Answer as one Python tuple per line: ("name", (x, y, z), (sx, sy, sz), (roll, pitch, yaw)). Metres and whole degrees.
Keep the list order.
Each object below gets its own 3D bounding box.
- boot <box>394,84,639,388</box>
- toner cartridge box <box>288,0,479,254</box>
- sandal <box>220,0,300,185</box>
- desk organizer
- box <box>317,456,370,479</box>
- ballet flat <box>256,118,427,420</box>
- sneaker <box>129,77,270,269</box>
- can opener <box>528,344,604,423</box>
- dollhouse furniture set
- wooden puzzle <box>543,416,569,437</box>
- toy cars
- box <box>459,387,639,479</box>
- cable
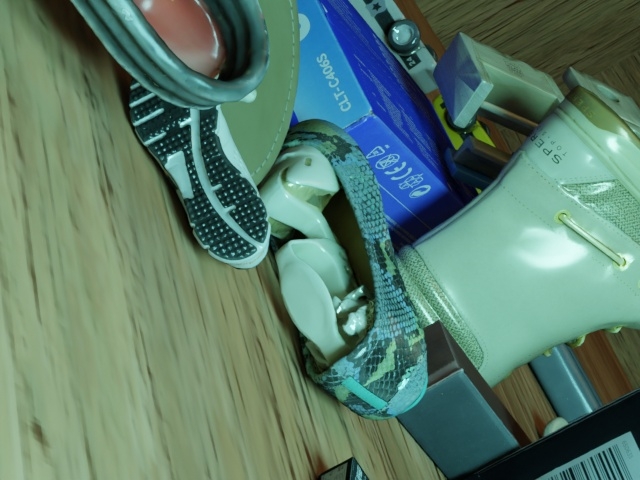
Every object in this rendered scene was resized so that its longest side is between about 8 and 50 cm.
("boot", (0.171, 0.050, 0.799), (0.262, 0.203, 0.095), (45, 10, -31))
("toner cartridge box", (0.032, -0.079, 0.848), (0.165, 0.075, 0.348), (64, 13, 23))
("sandal", (-0.067, -0.143, 0.592), (0.088, 0.079, 0.240), (-8, 99, -54))
("desk organizer", (0.088, 0.111, 0.705), (0.130, 0.047, 0.050), (52, 12, -33))
("box", (0.021, 0.131, 0.460), (0.067, 0.018, 0.083), (57, 13, -12))
("ballet flat", (0.000, 0.000, 0.585), (0.070, 0.070, 0.188), (45, 17, -50))
("sneaker", (-0.053, -0.033, 0.522), (0.044, 0.040, 0.109), (75, -7, -73))
("can opener", (0.301, 0.167, 1.296), (0.283, 0.095, 0.076), (62, 12, 6))
("dollhouse furniture set", (0.146, -0.065, 0.895), (0.184, 0.129, 0.129), (21, 30, -22))
("wooden puzzle", (0.296, 0.296, 1.102), (0.221, 0.044, 0.238), (45, 19, -50))
("toy cars", (0.117, -0.158, 1.355), (0.393, 0.087, 0.176), (51, 10, -23))
("box", (0.194, 0.201, 0.677), (0.207, 0.153, 0.108), (54, 13, -30))
("cable", (-0.115, -0.127, 0.422), (0.287, 0.072, 0.139), (18, 56, -43))
